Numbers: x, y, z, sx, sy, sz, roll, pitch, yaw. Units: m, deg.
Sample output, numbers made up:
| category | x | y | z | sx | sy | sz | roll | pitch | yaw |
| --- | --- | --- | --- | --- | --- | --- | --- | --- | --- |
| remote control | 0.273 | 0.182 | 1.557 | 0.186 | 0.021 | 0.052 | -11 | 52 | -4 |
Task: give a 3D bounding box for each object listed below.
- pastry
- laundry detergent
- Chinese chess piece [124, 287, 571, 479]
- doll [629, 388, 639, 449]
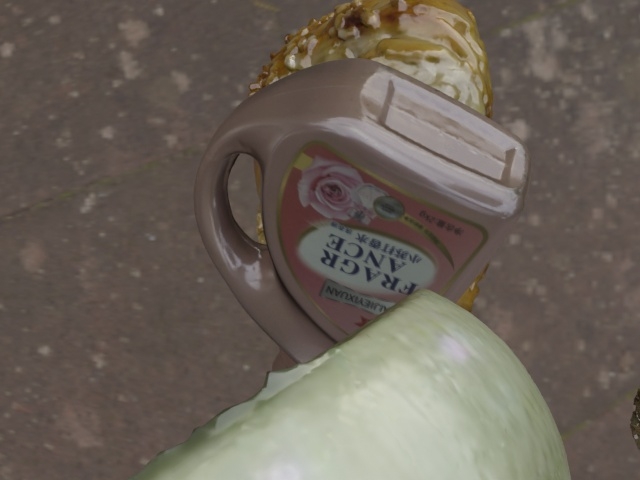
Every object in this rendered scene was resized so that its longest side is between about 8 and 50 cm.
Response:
| category | x | y | z | sx | sy | sz | roll | pitch | yaw |
| --- | --- | --- | --- | --- | --- | --- | --- | --- | --- |
| pastry | 0.035 | -0.070 | 1.234 | 0.162 | 0.255 | 0.311 | 11 | 69 | -32 |
| laundry detergent | 0.000 | 0.000 | 0.863 | 0.171 | 0.237 | 0.076 | 27 | 45 | -9 |
| Chinese chess piece | -0.025 | 0.119 | 0.559 | 0.250 | 0.250 | 0.101 | -32 | 84 | -31 |
| doll | 0.215 | 0.030 | 0.565 | 0.105 | 0.115 | 0.221 | 42 | 80 | 19 |
